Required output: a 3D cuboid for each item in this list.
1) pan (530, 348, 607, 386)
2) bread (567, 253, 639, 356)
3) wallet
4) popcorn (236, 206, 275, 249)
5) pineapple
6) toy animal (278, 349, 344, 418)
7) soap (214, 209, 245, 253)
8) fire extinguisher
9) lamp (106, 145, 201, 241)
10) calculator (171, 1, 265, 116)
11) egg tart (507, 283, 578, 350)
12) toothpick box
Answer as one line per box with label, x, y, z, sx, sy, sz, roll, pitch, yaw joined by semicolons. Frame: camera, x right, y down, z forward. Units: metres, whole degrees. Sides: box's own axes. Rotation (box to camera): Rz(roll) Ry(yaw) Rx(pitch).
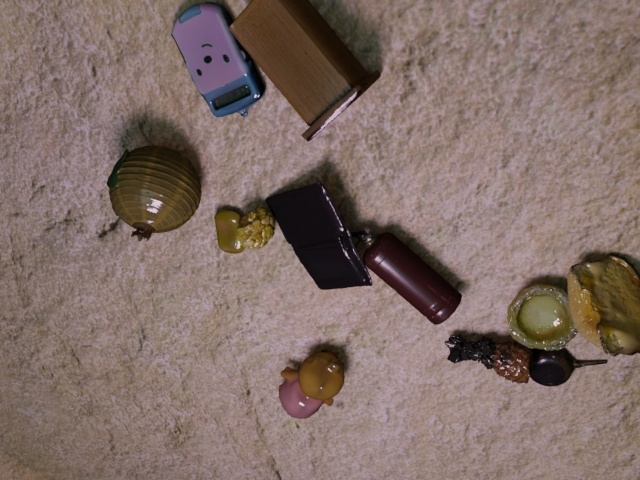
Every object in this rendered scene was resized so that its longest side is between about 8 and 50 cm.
pan;0.662;0.337;1.591;0.202;0.048;0.128;-31;104;28
bread;0.703;0.176;1.413;0.174;0.252;0.133;-12;151;-9
wallet;0.000;0.000;1.583;0.247;0.041;0.323;-11;116;48
popcorn;-0.186;-0.036;1.623;0.106;0.116;0.121;36;122;46
pineapple;0.461;0.316;1.601;0.237;0.111;0.119;10;159;24
toy animal;-0.022;0.440;1.793;0.195;0.169;0.281;34;123;-6
soap;-0.263;-0.025;1.691;0.089;0.045;0.140;7;120;18
fire extinguisher;0.214;0.081;1.561;0.337;0.114;0.135;42;149;-7
lamp;-0.448;-0.114;1.567;0.250;0.284;0.250;4;152;2
calculator;-0.257;-0.445;1.460;0.173;0.051;0.293;-17;111;24
egg tart;0.585;0.192;1.521;0.197;0.078;0.197;6;117;12
toothpick box;-0.039;-0.421;1.334;0.187;0.190;0.308;-36;98;32
